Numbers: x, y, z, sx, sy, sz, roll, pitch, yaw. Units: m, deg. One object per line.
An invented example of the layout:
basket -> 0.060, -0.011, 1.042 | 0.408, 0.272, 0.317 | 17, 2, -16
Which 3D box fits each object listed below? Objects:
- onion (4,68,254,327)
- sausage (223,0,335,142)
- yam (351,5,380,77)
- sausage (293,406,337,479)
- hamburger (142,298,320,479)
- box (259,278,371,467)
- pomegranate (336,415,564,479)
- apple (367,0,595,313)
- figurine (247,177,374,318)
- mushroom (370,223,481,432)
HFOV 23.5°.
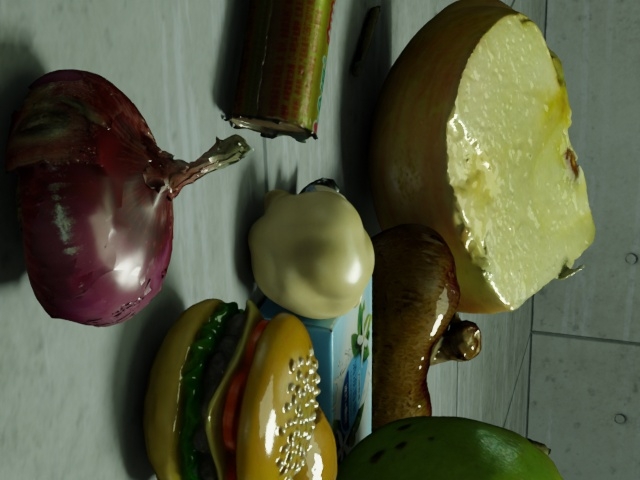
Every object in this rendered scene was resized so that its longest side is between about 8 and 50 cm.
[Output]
onion -> -0.104, -0.028, 0.874 | 0.150, 0.140, 0.150 | -8, 90, -85
sausage -> -0.015, -0.266, 1.270 | 0.082, 0.082, 0.371 | 42, 54, -73
yam -> 0.048, -0.215, 1.662 | 0.014, 0.014, 0.107 | 79, 22, -50
sausage -> -0.046, 0.287, 1.295 | 0.112, 0.112, 0.328 | -44, 138, -69
hamburger -> -0.065, 0.122, 1.139 | 0.162, 0.115, 0.162 | 7, 90, -75
box -> -0.006, 0.147, 1.457 | 0.142, 0.083, 0.232 | -57, 148, -61
pomegranate -> 0.107, 0.308, 1.367 | 0.260, 0.260, 0.340 | 79, 31, -50
apple -> 0.170, -0.099, 1.721 | 0.314, 0.252, 0.309 | -108, 177, -74
figurine -> 0.000, 0.000, 1.384 | 0.196, 0.108, 0.114 | -59, 148, -73
mushroom -> 0.063, 0.093, 1.595 | 0.138, 0.194, 0.231 | -3, 108, -32
